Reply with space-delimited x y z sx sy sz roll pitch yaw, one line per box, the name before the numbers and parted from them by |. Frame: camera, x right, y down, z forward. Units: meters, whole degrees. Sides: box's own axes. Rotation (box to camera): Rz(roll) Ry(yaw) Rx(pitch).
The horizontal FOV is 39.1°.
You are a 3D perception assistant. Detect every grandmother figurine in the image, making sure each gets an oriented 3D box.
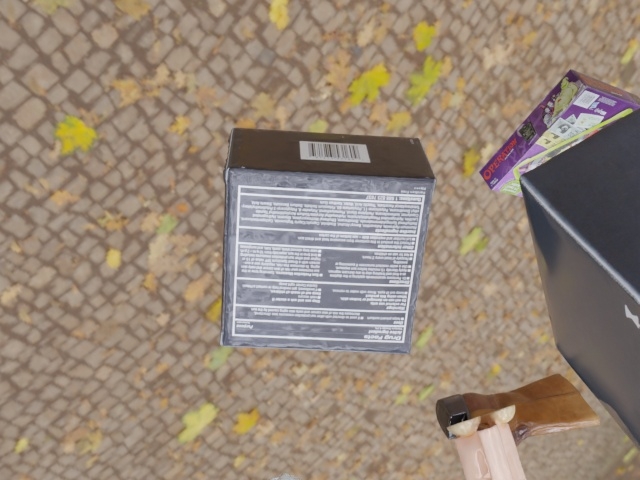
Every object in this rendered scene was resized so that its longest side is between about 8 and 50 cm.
grandmother figurine | 0.308 0.457 1.474 0.207 0.343 0.104 -16 166 -10

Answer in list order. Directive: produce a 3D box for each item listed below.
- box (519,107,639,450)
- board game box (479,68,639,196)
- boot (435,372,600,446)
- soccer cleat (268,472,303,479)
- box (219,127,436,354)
box | 0.430 -0.001 0.864 0.395 0.212 0.294 -29 136 -4
board game box | 0.428 -0.137 1.395 0.346 0.056 0.208 9 128 -41
boot | 0.390 0.370 1.684 0.280 0.264 0.096 -7 118 -15
soccer cleat | -0.092 0.470 1.471 0.331 0.116 0.143 -49 -160 57
box | 0.000 0.000 1.364 0.296 0.183 0.294 3 116 -4
